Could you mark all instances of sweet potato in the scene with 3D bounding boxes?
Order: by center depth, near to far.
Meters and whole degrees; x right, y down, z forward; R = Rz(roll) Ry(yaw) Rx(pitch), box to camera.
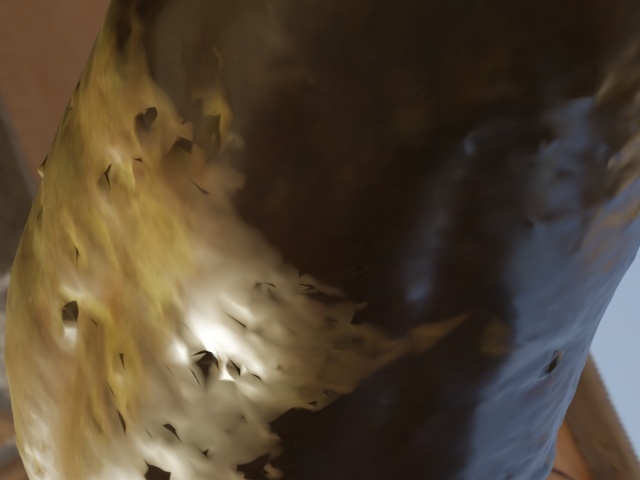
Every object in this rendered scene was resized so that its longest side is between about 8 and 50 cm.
[{"bbox_3d":[0.000,0.000,0.478,0.157,0.370,0.158,6,-131,-7],"label":"sweet potato"}]
